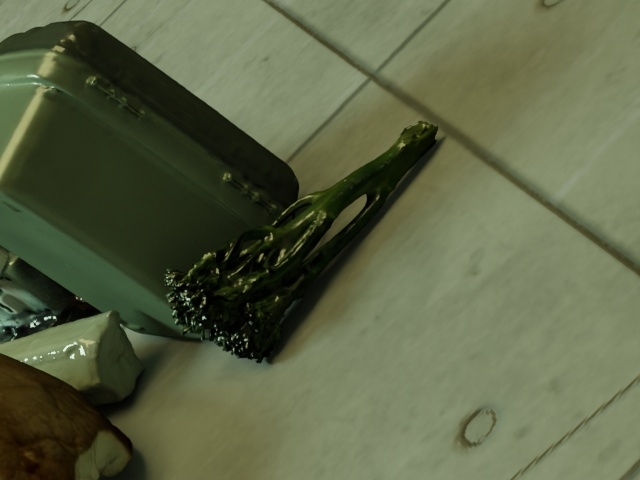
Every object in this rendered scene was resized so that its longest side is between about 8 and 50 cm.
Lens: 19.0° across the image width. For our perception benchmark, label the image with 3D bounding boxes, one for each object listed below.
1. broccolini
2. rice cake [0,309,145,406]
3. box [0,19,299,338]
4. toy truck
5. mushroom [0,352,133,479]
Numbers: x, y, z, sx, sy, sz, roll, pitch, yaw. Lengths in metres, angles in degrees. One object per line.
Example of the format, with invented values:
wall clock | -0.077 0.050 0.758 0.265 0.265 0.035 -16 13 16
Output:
broccolini | -0.006 -0.004 1.173 0.201 0.074 0.058 -40 22 -19
rice cake | -0.215 0.098 1.301 0.256 0.057 0.052 -16 9 42
box | -0.131 -0.036 1.212 0.148 0.210 0.129 -2 57 57
toy truck | -0.240 0.008 1.402 0.270 0.114 0.135 -11 47 47
mushroom | -0.264 0.189 1.165 0.208 0.233 0.301 44 109 29
